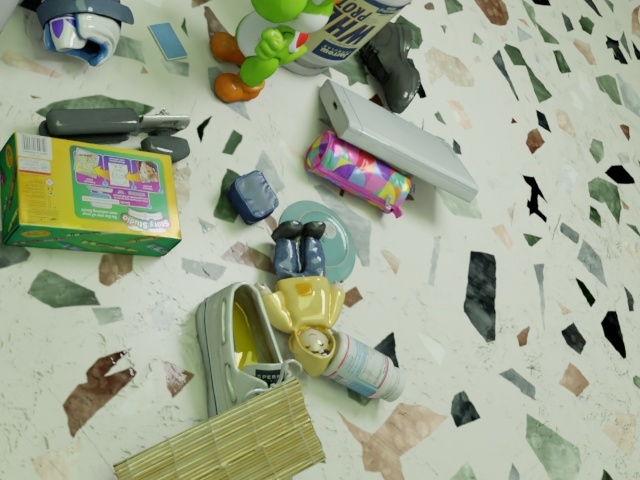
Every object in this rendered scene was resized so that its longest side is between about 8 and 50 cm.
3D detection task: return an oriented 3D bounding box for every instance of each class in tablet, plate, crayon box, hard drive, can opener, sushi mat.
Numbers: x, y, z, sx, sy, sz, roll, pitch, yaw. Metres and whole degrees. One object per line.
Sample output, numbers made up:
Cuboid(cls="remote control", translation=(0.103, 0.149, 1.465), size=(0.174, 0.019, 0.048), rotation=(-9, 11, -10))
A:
Cuboid(cls="tablet", translation=(-0.304, -0.398, 1.702), size=(0.054, 0.006, 0.083), rotation=(-24, 81, -43))
Cuboid(cls="plate", translation=(0.000, 0.000, 1.706), size=(0.188, 0.024, 0.188), rotation=(18, 56, -29))
Cuboid(cls="crayon box", translation=(-0.376, -0.070, 1.408), size=(0.279, 0.081, 0.165), rotation=(6, 63, -36))
Cuboid(cls="hard drive", translation=(0.172, -0.221, 1.888), size=(0.353, 0.047, 0.233), rotation=(24, 26, -27))
Cuboid(cls="can opener", translation=(-0.349, -0.190, 1.502), size=(0.280, 0.074, 0.093), rotation=(-3, 69, -39))
Cuboid(cls="sushi mat", translation=(-0.147, 0.339, 1.303), size=(0.317, 0.019, 0.151), rotation=(-23, 105, -24))

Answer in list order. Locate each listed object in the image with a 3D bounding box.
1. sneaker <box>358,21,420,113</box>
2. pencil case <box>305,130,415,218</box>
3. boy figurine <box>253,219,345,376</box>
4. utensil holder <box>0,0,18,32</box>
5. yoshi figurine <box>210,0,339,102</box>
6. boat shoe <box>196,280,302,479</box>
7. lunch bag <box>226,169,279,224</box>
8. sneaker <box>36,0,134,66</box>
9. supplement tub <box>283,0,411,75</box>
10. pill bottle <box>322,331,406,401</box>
Cuboid(cls="sneaker", translation=(0.153, -0.416, 2.021), size=(0.130, 0.109, 0.286), rotation=(13, 49, -25))
Cuboid(cls="pencil case", translation=(0.084, -0.140, 1.802), size=(0.236, 0.104, 0.104), rotation=(27, 52, -22))
Cuboid(cls="boy figurine", translation=(-0.035, 0.107, 1.562), size=(0.177, 0.092, 0.285), rotation=(5, 63, -20))
Cuboid(cls="utensil holder", translation=(-0.581, -0.458, 1.255), size=(0.328, 0.385, 0.327), rotation=(18, 56, -30))
Cuboid(cls="yoshi figurine", translation=(-0.109, -0.420, 1.622), size=(0.203, 0.362, 0.203), rotation=(44, 47, -11))
Cuboid(cls="boat shoe", translation=(-0.096, 0.236, 1.403), size=(0.136, 0.156, 0.367), rotation=(3, 64, -37))
Cuboid(cls="lunch bag", translation=(-0.133, -0.083, 1.620), size=(0.067, 0.065, 0.098), rotation=(-29, 86, -28))
Cuboid(cls="sneaker", translation=(-0.446, -0.445, 1.455), size=(0.323, 0.130, 0.236), rotation=(55, 24, -56))
Cuboid(cls="supplement tub", translation=(0.033, -0.521, 1.816), size=(0.236, 0.325, 0.235), rotation=(19, 55, -30))
Cuboid(cls="pill bottle", translation=(0.079, 0.240, 1.589), size=(0.160, 0.087, 0.087), rotation=(31, 50, -22))
